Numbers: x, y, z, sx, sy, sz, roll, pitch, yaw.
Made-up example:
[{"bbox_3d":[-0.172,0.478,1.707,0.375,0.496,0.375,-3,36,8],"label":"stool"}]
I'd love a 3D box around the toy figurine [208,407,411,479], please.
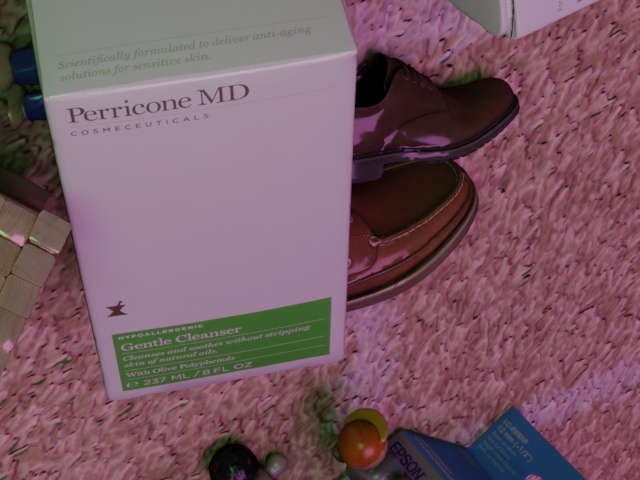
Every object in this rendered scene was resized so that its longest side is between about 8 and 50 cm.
[{"bbox_3d":[-0.011,0.277,1.393,0.213,0.209,0.148,-11,136,14],"label":"toy figurine"}]

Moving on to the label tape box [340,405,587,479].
[{"bbox_3d":[0.116,0.324,1.492,0.348,0.249,0.115,-40,135,-3],"label":"label tape box"}]

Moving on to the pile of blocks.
[{"bbox_3d":[-0.256,0.016,0.982,0.113,0.362,0.149,28,90,-14],"label":"pile of blocks"}]

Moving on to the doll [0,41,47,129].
[{"bbox_3d":[-0.139,-0.127,1.089,0.189,0.046,0.129,-7,136,-2],"label":"doll"}]

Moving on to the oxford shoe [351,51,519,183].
[{"bbox_3d":[0.079,-0.116,1.275,0.227,0.083,0.096,-16,117,-30],"label":"oxford shoe"}]

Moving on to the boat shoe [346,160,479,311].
[{"bbox_3d":[0.000,0.000,1.280,0.307,0.111,0.104,-30,134,-13],"label":"boat shoe"}]

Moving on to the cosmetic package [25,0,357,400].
[{"bbox_3d":[-0.085,-0.053,1.038,0.197,0.155,0.365,-10,147,-6],"label":"cosmetic package"}]

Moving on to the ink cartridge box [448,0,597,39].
[{"bbox_3d":[0.203,-0.301,1.122,0.306,0.226,0.131,-26,131,-17],"label":"ink cartridge box"}]
